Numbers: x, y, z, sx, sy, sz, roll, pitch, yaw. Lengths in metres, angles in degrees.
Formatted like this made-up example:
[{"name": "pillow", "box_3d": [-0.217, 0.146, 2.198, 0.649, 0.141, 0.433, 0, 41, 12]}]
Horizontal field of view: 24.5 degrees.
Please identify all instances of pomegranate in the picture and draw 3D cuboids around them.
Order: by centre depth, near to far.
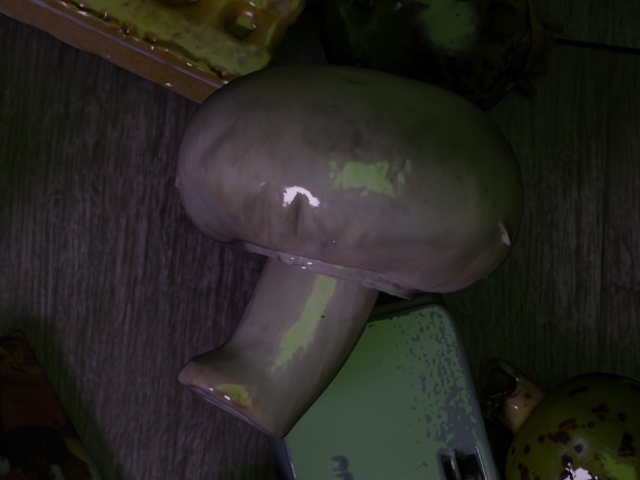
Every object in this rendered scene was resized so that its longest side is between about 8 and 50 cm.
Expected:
[{"name": "pomegranate", "box_3d": [0.251, 0.220, 1.450, 0.198, 0.246, 0.198, -17, 112, -51]}, {"name": "pomegranate", "box_3d": [0.140, -0.223, 1.474, 0.276, 0.204, 0.222, -4, 68, -14]}]

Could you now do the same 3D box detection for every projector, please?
[{"name": "projector", "box_3d": [0.055, 0.194, 1.444, 0.198, 0.108, 0.250, -13, 83, -12]}]

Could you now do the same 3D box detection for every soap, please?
[{"name": "soap", "box_3d": [-0.152, -0.315, 1.456, 0.335, 0.156, 0.293, 23, 81, -7]}]

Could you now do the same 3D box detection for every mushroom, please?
[{"name": "mushroom", "box_3d": [-0.004, -0.036, 1.312, 0.356, 0.315, 0.315, -25, 87, -8]}]

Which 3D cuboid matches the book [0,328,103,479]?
[{"name": "book", "box_3d": [-0.280, 0.313, 1.309, 0.300, 0.039, 0.428, -26, 87, -52]}]
